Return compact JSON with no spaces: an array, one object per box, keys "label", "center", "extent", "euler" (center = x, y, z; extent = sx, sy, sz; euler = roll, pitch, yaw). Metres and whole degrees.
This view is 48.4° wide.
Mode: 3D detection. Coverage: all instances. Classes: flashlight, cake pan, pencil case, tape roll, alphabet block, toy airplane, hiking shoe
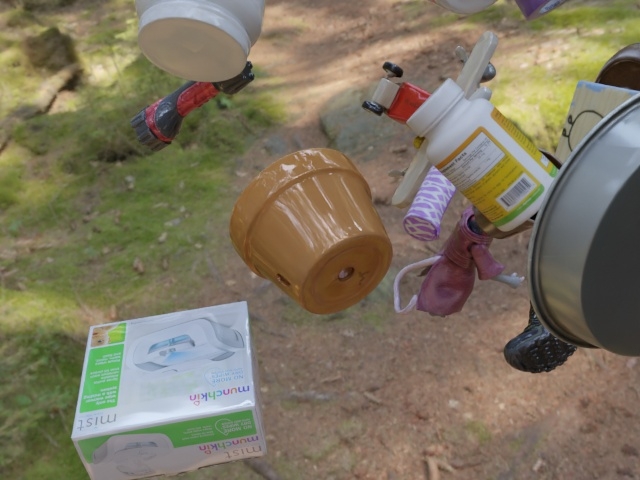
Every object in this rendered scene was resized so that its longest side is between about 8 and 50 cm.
[{"label":"flashlight","center":[-0.284,-0.309,1.588],"extent":[0.304,0.103,0.103],"euler":[-25,23,26]},{"label":"cake pan","center":[0.336,-0.007,0.691],"extent":[0.293,0.293,0.054],"euler":[-24,32,-12]},{"label":"pencil case","center":[0.257,-0.092,1.584],"extent":[0.088,0.086,0.206],"euler":[23,59,14]},{"label":"tape roll","center":[0.560,-0.615,1.709],"extent":[0.189,0.080,0.189],"euler":[-31,-3,-2]},{"label":"alphabet block","center":[0.664,-0.228,1.561],"extent":[0.193,0.197,0.192],"euler":[5,16,-25]},{"label":"toy airplane","center":[0.323,-0.308,1.848],"extent":[0.386,0.384,0.272],"euler":[-25,-32,34]},{"label":"hiking shoe","center":[0.385,0.143,1.206],"extent":[0.227,0.086,0.114],"euler":[-23,32,-21]}]

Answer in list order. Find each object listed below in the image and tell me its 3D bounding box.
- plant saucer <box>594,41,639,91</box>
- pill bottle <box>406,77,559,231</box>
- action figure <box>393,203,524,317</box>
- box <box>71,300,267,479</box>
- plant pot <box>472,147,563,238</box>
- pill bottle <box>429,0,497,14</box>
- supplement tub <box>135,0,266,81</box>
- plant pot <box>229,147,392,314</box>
[{"label":"plant saucer","center":[0.795,-0.349,1.831],"extent":[0.050,0.310,0.310],"euler":[-6,12,-20]},{"label":"pill bottle","center":[0.262,-0.144,1.170],"extent":[0.136,0.246,0.136],"euler":[-46,3,4]},{"label":"action figure","center":[0.344,0.011,1.745],"extent":[0.276,0.370,0.248],"euler":[2,53,-11]},{"label":"box","center":[-0.226,0.233,1.106],"extent":[0.262,0.126,0.231],"euler":[-9,36,-2]},{"label":"plant pot","center":[0.409,-0.086,1.484],"extent":[0.167,0.167,0.165],"euler":[-27,-8,-22]},{"label":"pill bottle","center":[0.186,-0.519,1.236],"extent":[0.176,0.176,0.318],"euler":[-24,39,-12]},{"label":"supplement tub","center":[-0.215,-0.491,1.341],"extent":[0.236,0.324,0.235],"euler":[6,-20,2]},{"label":"plant pot","center":[0.000,0.000,1.344],"extent":[0.291,0.291,0.203],"euler":[-25,50,-16]}]
